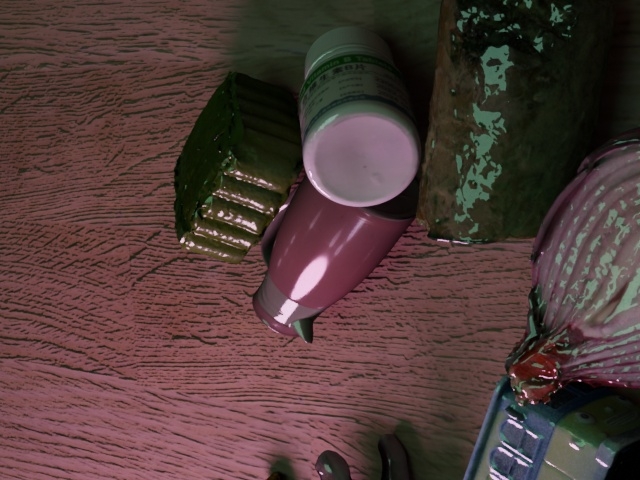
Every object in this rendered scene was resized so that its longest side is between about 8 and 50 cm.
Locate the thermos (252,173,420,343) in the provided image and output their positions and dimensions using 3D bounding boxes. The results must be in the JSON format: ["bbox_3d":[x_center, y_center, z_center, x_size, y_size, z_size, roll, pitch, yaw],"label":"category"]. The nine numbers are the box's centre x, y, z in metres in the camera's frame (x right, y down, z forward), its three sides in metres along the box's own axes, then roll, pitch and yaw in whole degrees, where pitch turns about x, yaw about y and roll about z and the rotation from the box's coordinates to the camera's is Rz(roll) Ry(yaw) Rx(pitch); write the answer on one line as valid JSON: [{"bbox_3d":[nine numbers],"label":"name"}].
[{"bbox_3d":[0.000,0.000,1.716,0.265,0.146,0.176,-55,47,35],"label":"thermos"}]

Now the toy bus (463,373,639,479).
[{"bbox_3d":[0.260,0.307,1.516,0.190,0.152,0.312,32,118,34],"label":"toy bus"}]

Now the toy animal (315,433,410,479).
[{"bbox_3d":[0.043,0.464,1.715,0.302,0.194,0.344,-51,58,29],"label":"toy animal"}]

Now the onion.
[{"bbox_3d":[0.340,0.039,1.385,0.349,0.159,0.267,-41,77,35],"label":"onion"}]

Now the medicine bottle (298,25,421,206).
[{"bbox_3d":[0.042,-0.156,1.583,0.237,0.139,0.139,-93,27,-55],"label":"medicine bottle"}]

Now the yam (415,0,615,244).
[{"bbox_3d":[0.212,-0.146,1.457,0.195,0.195,0.300,20,112,39],"label":"yam"}]

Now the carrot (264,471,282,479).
[{"bbox_3d":[-0.050,0.444,1.885,0.069,0.069,0.228,-26,78,42],"label":"carrot"}]

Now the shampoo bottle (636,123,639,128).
[{"bbox_3d":[0.390,-0.146,1.397,0.069,0.041,0.190,47,125,29],"label":"shampoo bottle"}]

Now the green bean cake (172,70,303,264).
[{"bbox_3d":[-0.114,-0.097,1.767,0.200,0.113,0.214,-56,27,29],"label":"green bean cake"}]
